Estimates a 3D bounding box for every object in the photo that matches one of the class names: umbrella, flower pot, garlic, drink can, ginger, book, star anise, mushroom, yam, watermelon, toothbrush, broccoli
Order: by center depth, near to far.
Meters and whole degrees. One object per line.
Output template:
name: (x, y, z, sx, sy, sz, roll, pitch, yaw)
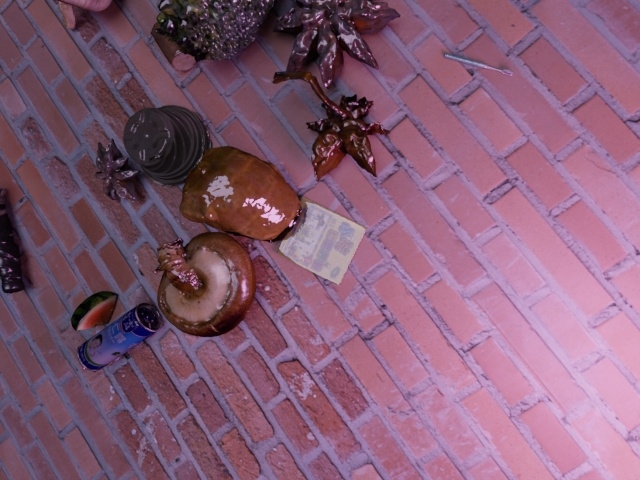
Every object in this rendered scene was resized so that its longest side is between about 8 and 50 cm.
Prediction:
broccoli: (-0.267, -0.620, 0.956, 0.281, 0.293, 0.347, 44, 105, 5)
toothbrush: (0.375, -0.421, 0.959, 0.167, 0.014, 0.011, 22, 104, 13)
star anise: (0.020, -0.284, 0.978, 0.237, 0.148, 0.346, -44, 93, 6)
star anise: (0.028, -0.541, 0.993, 0.333, 0.118, 0.330, 0, 90, 19)
ginger: (-0.201, -0.117, 0.996, 0.270, 0.223, 0.200, 12, 80, 20)
mushroom: (-0.299, 0.110, 1.047, 0.297, 0.163, 0.278, -37, 94, 18)
book: (0.000, 0.000, 1.051, 0.193, 0.013, 0.167, 26, 95, 12)
flower pot: (-0.434, -0.268, 1.093, 0.236, 0.140, 0.235, 1, 92, 13)
yam: (-0.407, -0.543, 1.118, 0.084, 0.084, 0.127, -33, 80, 12)
star anise: (-0.587, -0.183, 1.144, 0.195, 0.065, 0.182, 49, 131, 2)
garlic: (-0.722, -0.718, 1.147, 0.245, 0.245, 0.253, 50, 132, 9)
drink can: (-0.572, 0.276, 1.147, 0.235, 0.097, 0.097, -33, 82, 11)
watermelon: (-0.652, 0.209, 1.186, 0.136, 0.125, 0.094, -33, 113, -6)
umbrella: (-1.007, -0.004, 1.245, 0.106, 0.113, 0.357, -19, 85, -9)
